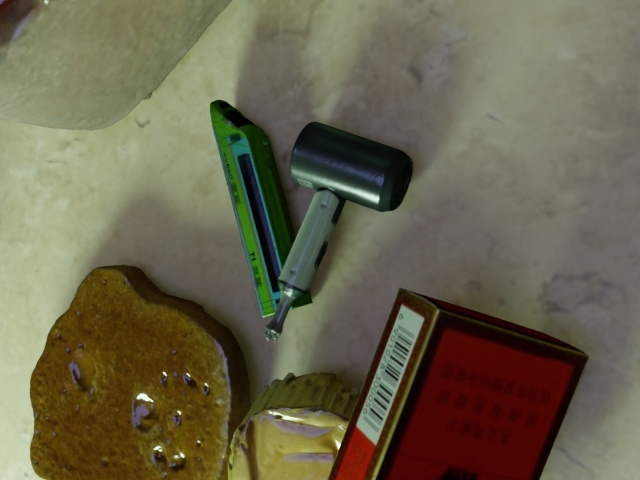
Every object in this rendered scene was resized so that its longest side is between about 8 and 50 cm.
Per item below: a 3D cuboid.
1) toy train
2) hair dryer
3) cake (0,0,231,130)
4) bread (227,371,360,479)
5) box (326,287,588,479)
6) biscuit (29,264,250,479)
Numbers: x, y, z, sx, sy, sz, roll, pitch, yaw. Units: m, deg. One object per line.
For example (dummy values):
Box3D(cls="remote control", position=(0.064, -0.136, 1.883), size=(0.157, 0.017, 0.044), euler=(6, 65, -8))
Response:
Box3D(cls="toy train", position=(-0.054, -0.037, 0.774), size=(0.042, 0.044, 0.209), euler=(-16, 87, 24))
Box3D(cls="hair dryer", position=(0.000, 0.000, 0.727), size=(0.100, 0.057, 0.198), euler=(23, 88, 22))
Box3D(cls="cake", position=(-0.230, -0.268, 0.738), size=(0.309, 0.230, 0.237), euler=(-43, 78, 20))
Box3D(cls="bread", position=(-0.009, 0.217, 0.736), size=(0.132, 0.114, 0.191), euler=(3, 103, 14))
Box3D(cls="box", position=(0.094, 0.172, 0.650), size=(0.074, 0.153, 0.240), euler=(29, 100, 60))
Box3D(cls="biscuit", position=(-0.187, 0.177, 0.843), size=(0.257, 0.049, 0.273), euler=(30, 103, 22))
